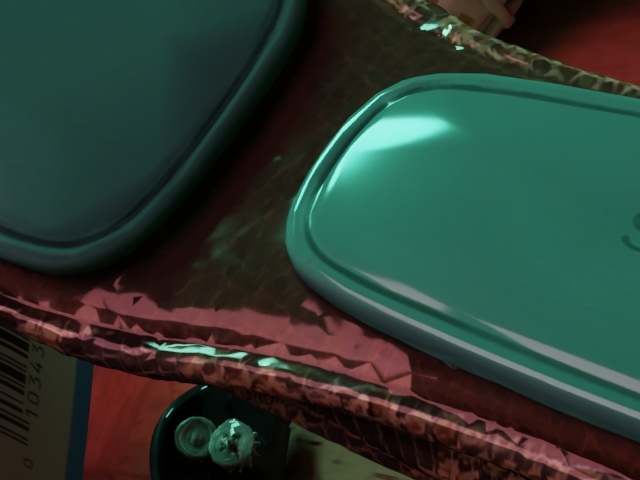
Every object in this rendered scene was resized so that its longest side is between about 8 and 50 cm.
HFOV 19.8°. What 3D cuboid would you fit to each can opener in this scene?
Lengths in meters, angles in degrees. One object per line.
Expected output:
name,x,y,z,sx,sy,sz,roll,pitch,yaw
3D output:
can opener,-0.048,0.138,0.733,0.059,0.073,0.186,5,64,11

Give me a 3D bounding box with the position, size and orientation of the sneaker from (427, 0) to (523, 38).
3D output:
sneaker,0.087,-0.119,0.720,0.169,0.108,0.292,-55,23,7

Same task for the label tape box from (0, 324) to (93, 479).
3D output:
label tape box,-0.252,0.119,0.685,0.347,0.115,0.249,-15,59,28

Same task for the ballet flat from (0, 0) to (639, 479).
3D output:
ballet flat,0.000,0.000,0.543,0.482,0.182,0.164,26,66,27
